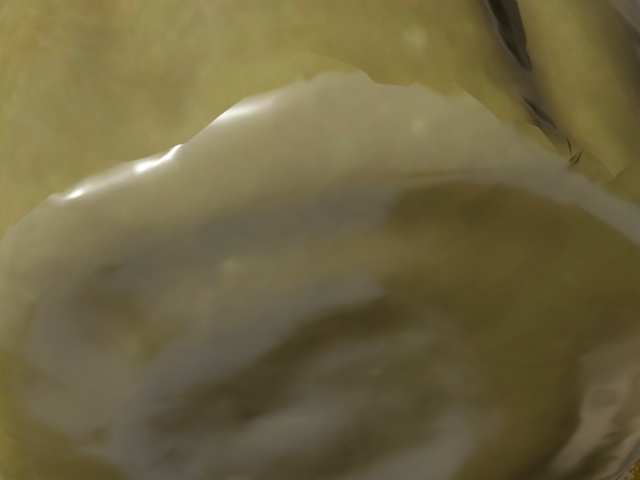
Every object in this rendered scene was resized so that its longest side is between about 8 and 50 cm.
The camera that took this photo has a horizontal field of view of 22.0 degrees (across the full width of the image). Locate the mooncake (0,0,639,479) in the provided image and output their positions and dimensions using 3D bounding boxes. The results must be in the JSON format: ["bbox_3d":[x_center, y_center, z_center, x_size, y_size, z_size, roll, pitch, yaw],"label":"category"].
[{"bbox_3d":[0.000,0.000,0.993,0.467,0.262,0.467,-7,139,-7],"label":"mooncake"}]

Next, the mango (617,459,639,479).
[{"bbox_3d":[0.167,0.216,1.205,0.138,0.253,0.113,38,-177,22],"label":"mango"}]
